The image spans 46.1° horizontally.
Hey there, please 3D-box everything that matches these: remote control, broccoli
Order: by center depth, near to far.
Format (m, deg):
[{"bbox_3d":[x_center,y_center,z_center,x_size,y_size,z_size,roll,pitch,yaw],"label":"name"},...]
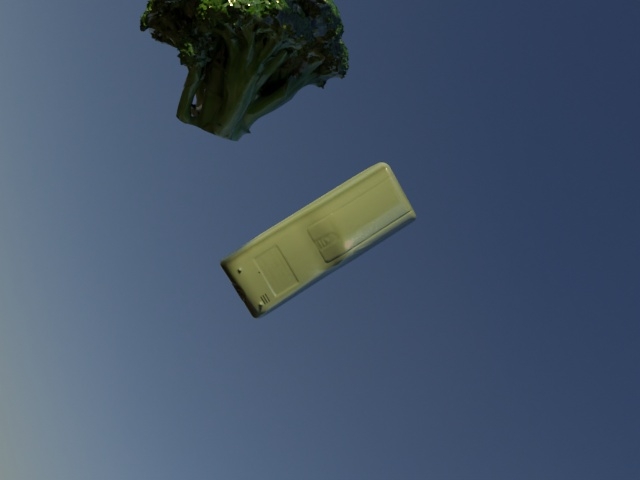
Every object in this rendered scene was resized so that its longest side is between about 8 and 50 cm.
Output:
[{"bbox_3d":[0.000,0.000,0.621,0.061,0.162,0.029,59,-9,-11],"label":"remote control"},{"bbox_3d":[-0.118,-0.281,1.057,0.308,0.307,0.275,23,-89,53],"label":"broccoli"}]
